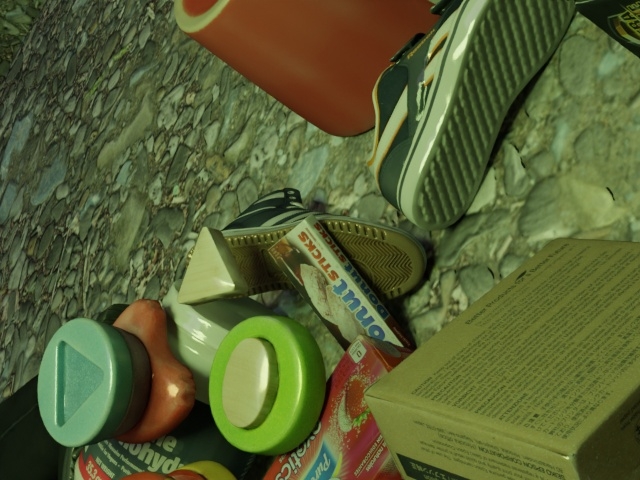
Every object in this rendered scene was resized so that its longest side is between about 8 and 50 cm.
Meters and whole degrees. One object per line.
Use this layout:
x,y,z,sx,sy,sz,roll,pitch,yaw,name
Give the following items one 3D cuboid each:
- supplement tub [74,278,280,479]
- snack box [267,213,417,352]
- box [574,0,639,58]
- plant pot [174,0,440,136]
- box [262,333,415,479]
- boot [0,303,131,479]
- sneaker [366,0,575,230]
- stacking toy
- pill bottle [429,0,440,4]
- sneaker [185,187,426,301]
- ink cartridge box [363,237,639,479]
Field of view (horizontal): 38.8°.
-0.155,0.202,1.074,0.191,0.191,0.272,40,107,54,supplement tub
0.022,0.061,0.948,0.064,0.022,0.178,-39,88,34,snack box
0.292,-0.226,0.581,0.073,0.295,0.293,-2,73,52,box
-0.026,-0.292,1.101,0.275,0.243,0.275,-30,51,44,plant pot
0.041,0.231,0.842,0.257,0.128,0.123,-58,35,16,box
-0.409,0.345,1.387,0.445,0.146,0.367,-36,37,34,boot
0.138,-0.178,0.919,0.127,0.126,0.321,42,110,48,sneaker
-0.157,0.148,0.873,0.279,0.130,0.309,-55,52,17,stacking toy
0.153,-0.330,1.027,0.067,0.067,0.120,6,78,55,pill bottle
0.000,0.000,1.044,0.282,0.153,0.099,-2,111,25,sneaker
0.181,0.093,0.641,0.234,0.088,0.193,-34,21,-28,ink cartridge box
